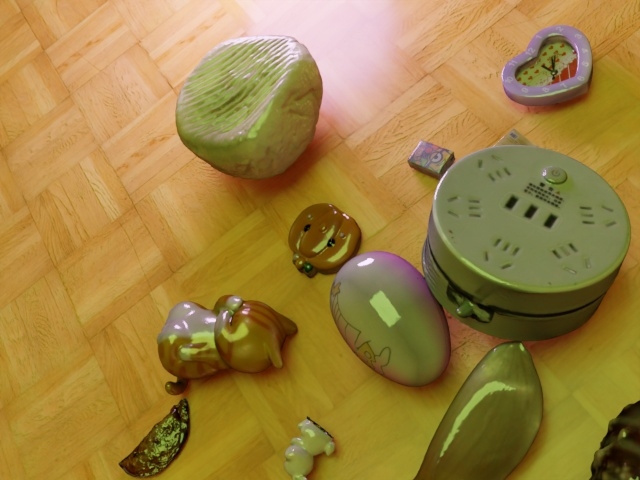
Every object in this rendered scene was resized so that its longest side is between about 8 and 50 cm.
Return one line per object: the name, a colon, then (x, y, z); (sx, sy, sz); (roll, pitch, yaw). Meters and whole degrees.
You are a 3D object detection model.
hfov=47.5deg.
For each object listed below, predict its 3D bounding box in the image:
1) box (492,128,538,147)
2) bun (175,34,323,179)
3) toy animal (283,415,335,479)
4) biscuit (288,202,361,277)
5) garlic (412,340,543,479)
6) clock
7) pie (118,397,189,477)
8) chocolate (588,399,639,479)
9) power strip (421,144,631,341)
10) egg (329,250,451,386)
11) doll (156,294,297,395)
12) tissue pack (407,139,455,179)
box: (0.370, -0.161, 1.499); (0.149, 0.020, 0.073); (-41, 58, -2)
bun: (-0.146, -0.291, 1.655); (0.348, 0.227, 0.353); (-32, 54, 4)
toy animal: (-0.030, 0.399, 1.344); (0.085, 0.071, 0.124); (34, 71, 14)
biscuit: (-0.001, -0.002, 1.551); (0.170, 0.050, 0.170); (-10, 60, 18)
garlic: (0.277, 0.324, 1.232); (0.143, 0.112, 0.318); (33, 76, 11)
clock: (0.489, -0.350, 1.521); (0.198, 0.064, 0.172); (-46, 57, -5)
pie: (-0.326, 0.415, 1.481); (0.191, 0.033, 0.088); (-46, 61, -5)
chocolate: (0.494, 0.380, 1.056); (0.210, 0.225, 0.340); (9, 68, 35)
power strip: (0.345, 0.005, 1.267); (0.357, 0.162, 0.358); (0, 51, 0)
egg: (0.128, 0.146, 1.340); (0.196, 0.196, 0.271); (-25, 67, 8)
doll: (-0.201, 0.200, 1.467); (0.269, 0.162, 0.167); (-13, 36, 22)
tissue pack: (0.237, -0.172, 1.551); (0.083, 0.035, 0.063); (29, 78, 33)
